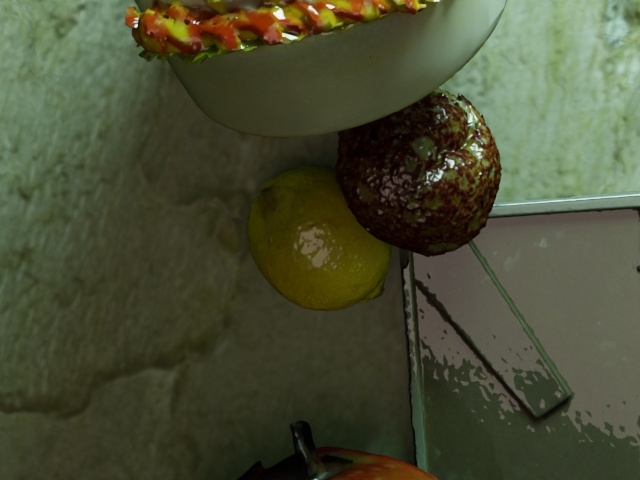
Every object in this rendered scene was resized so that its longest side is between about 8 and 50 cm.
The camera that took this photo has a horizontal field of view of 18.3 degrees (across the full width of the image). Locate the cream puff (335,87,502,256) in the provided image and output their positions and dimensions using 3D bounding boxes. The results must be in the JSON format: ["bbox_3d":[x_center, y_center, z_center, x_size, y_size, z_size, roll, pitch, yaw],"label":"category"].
[{"bbox_3d":[0.080,-0.062,1.526,0.084,0.149,0.149,-26,105,46],"label":"cream puff"}]

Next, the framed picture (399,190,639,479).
[{"bbox_3d":[0.176,0.107,1.631,0.211,0.020,0.290,-4,105,4],"label":"framed picture"}]

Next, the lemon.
[{"bbox_3d":[0.000,0.000,1.565,0.109,0.109,0.133,-42,108,12],"label":"lemon"}]

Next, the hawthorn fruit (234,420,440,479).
[{"bbox_3d":[0.004,0.314,1.562,0.316,0.316,0.316,1,105,3],"label":"hawthorn fruit"}]

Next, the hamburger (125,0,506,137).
[{"bbox_3d":[-0.002,-0.204,1.422,0.276,0.294,0.179,-10,120,18],"label":"hamburger"}]
